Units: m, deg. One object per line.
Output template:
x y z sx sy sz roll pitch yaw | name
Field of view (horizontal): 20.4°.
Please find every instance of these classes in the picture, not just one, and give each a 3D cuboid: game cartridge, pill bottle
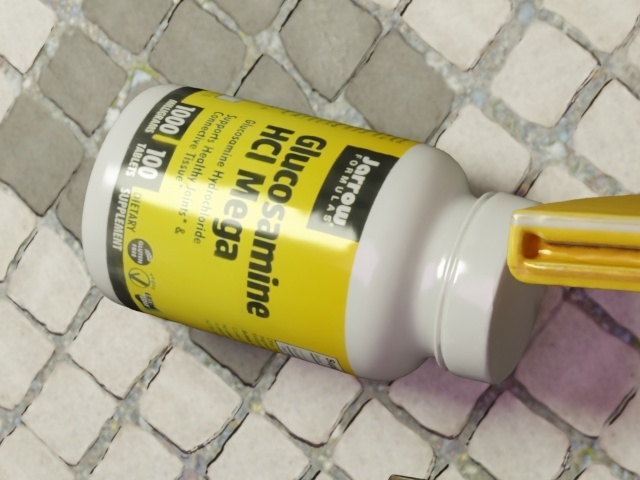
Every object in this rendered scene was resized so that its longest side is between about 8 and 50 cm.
0.305 0.003 1.181 0.285 0.324 0.052 4 94 23 | game cartridge
0.000 0.000 1.383 0.334 0.188 0.187 15 100 21 | pill bottle

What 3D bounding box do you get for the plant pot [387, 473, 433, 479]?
0.088 0.304 1.381 0.215 0.215 0.230 8 84 22 | plant pot
